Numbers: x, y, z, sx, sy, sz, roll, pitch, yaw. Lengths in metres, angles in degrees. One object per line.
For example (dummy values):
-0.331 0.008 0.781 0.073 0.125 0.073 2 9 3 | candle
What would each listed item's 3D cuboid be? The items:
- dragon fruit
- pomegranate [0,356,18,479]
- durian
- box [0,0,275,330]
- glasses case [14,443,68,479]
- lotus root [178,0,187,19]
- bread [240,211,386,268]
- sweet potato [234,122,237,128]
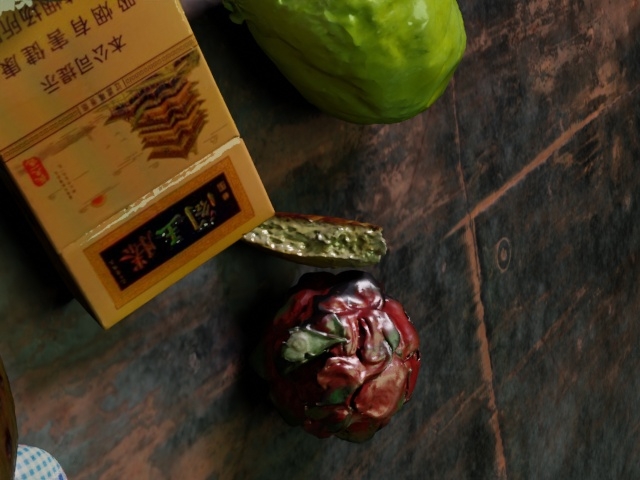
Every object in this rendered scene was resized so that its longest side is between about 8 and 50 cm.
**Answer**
0.019 0.118 1.121 0.182 0.188 0.182 0 89 -22 | dragon fruit
-0.296 0.144 0.595 0.323 0.290 0.291 94 20 -54 | pomegranate
0.050 -0.236 1.115 0.340 0.204 0.256 49 41 -47 | durian
-0.165 -0.090 0.848 0.174 0.076 0.274 -34 124 -16 | box
-0.287 0.263 0.745 0.327 0.076 0.125 -39 124 -48 | glasses case
-0.156 -0.186 0.914 0.090 0.077 0.183 -50 130 -42 | lotus root
-0.025 -0.003 1.097 0.135 0.154 0.054 8 88 -30 | bread
-0.103 -0.086 1.039 0.095 0.034 0.034 -50 131 -39 | sweet potato
